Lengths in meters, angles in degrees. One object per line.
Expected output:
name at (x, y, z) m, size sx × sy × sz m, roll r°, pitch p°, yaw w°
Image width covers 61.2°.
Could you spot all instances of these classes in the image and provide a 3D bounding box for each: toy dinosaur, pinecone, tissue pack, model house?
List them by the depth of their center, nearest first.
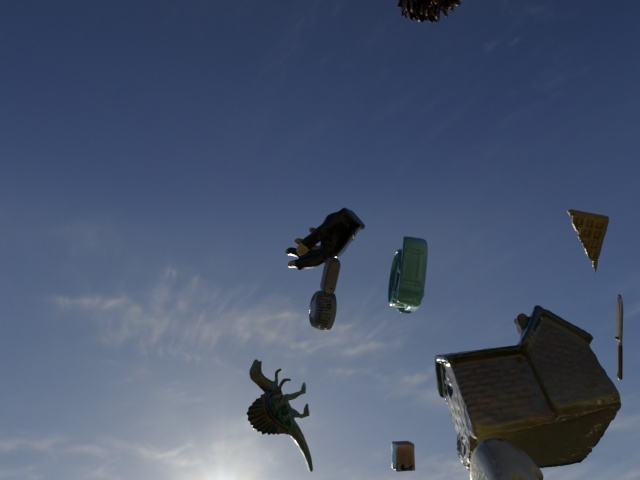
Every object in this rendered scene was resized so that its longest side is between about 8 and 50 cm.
toy dinosaur at (-0.072, 0.292, 0.913) m, size 0.106 × 0.187 × 0.044 m, roll -6°, pitch -14°, yaw 2°
pinecone at (0.270, -0.616, 1.343) m, size 0.173 × 0.174 × 0.174 m, roll -4°, pitch -42°, yaw -3°
model house at (0.530, 0.405, 1.491) m, size 0.382 × 0.343 × 0.335 m, roll -7°, pitch -46°, yaw -5°
tissue pack at (0.290, 0.756, 1.904) m, size 0.074 × 0.094 × 0.059 m, roll 1°, pitch -8°, yaw -12°

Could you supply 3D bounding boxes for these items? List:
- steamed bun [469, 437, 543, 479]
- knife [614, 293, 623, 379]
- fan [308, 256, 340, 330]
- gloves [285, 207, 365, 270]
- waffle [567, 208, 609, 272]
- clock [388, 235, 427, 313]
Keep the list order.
steamed bun at (0.402, 0.533, 1.135) m, size 0.130 × 0.228 × 0.177 m, roll -1°, pitch -39°, yaw -6°
knife at (0.894, 0.289, 1.626) m, size 0.022 × 0.256 × 0.046 m, roll 0°, pitch 4°, yaw 18°
fan at (0.022, 0.173, 1.756) m, size 0.074 × 0.130 × 0.244 m, roll 9°, pitch -77°, yaw -16°
gloves at (0.007, 0.003, 1.881) m, size 0.301 × 0.152 × 0.197 m, roll -25°, pitch -13°, yaw 17°
waffle at (0.801, 0.002, 1.661) m, size 0.125 × 0.032 × 0.191 m, roll 14°, pitch -57°, yaw 21°
clock at (0.279, 0.127, 1.779) m, size 0.094 × 0.224 × 0.274 m, roll 10°, pitch -21°, yaw 0°
